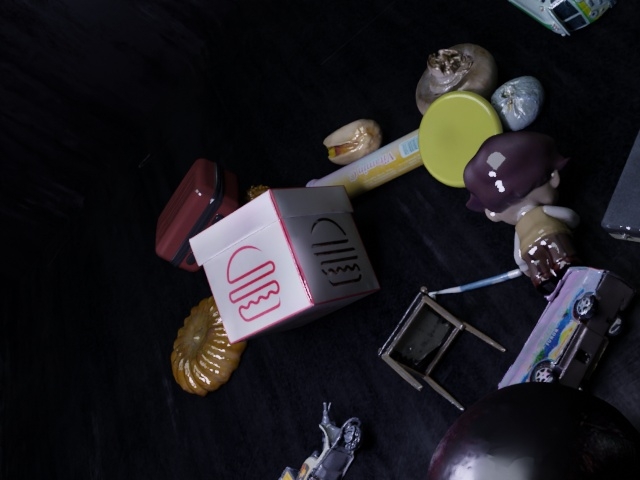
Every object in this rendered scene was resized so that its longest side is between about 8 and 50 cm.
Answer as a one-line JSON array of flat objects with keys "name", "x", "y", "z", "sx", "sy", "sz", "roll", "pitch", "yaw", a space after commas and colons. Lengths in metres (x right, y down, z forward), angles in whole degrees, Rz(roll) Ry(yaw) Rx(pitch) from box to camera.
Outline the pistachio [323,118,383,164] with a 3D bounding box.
[{"name": "pistachio", "x": 0.100, "y": -0.280, "z": 2.321, "sx": 0.145, "sy": 0.117, "sz": 0.200, "roll": -35, "pitch": 10, "yaw": -37}]

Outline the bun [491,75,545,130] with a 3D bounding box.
[{"name": "bun", "x": 0.467, "y": -0.334, "z": 1.936, "sx": 0.140, "sy": 0.083, "sz": 0.141, "roll": -27, "pitch": 47, "yaw": 33}]

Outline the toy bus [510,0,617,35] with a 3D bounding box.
[{"name": "toy bus", "x": 0.571, "y": -0.610, "z": 1.971, "sx": 0.165, "sy": 0.133, "sz": 0.276, "roll": -47, "pitch": 36, "yaw": 15}]

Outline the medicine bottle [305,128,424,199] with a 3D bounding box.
[{"name": "medicine bottle", "x": 0.148, "y": -0.190, "z": 2.202, "sx": 0.426, "sy": 0.108, "sz": 0.108, "roll": -23, "pitch": 48, "yaw": 37}]

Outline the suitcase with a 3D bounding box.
[{"name": "suitcase", "x": -0.368, "y": -0.075, "z": 2.427, "sx": 0.297, "sy": 0.161, "sz": 0.236, "roll": -51, "pitch": 26, "yaw": 25}]

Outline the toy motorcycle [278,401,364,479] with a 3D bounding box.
[{"name": "toy motorcycle", "x": 0.006, "y": 0.508, "z": 1.870, "sx": 0.263, "sy": 0.091, "sz": 0.157, "roll": -58, "pitch": 31, "yaw": 4}]

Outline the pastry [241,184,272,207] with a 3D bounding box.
[{"name": "pastry", "x": -0.214, "y": -0.032, "z": 2.472, "sx": 0.255, "sy": 0.162, "sz": 0.311, "roll": 19, "pitch": 79, "yaw": 56}]

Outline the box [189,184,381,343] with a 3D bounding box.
[{"name": "box", "x": -0.085, "y": 0.057, "z": 2.043, "sx": 0.312, "sy": 0.314, "sz": 0.300, "roll": -28, "pitch": 78, "yaw": 36}]

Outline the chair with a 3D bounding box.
[{"name": "chair", "x": 0.226, "y": 0.215, "z": 1.750, "sx": 0.188, "sy": 0.166, "sz": 0.272, "roll": -57, "pitch": 36, "yaw": 3}]

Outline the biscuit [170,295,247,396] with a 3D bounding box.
[{"name": "biscuit", "x": -0.340, "y": 0.301, "z": 2.435, "sx": 0.325, "sy": 0.107, "sz": 0.326, "roll": -30, "pitch": 42, "yaw": 31}]

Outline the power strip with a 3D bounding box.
[{"name": "power strip", "x": 0.642, "y": -0.112, "z": 1.576, "sx": 0.105, "sy": 0.070, "sz": 0.257, "roll": 12, "pitch": 73, "yaw": 56}]

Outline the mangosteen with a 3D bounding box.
[{"name": "mangosteen", "x": 0.331, "y": 0.414, "z": 1.322, "sx": 0.435, "sy": 0.382, "sz": 0.382, "roll": -12, "pitch": 55, "yaw": 61}]

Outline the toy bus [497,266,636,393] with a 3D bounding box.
[{"name": "toy bus", "x": 0.464, "y": 0.198, "z": 1.536, "sx": 0.317, "sy": 0.112, "sz": 0.138, "roll": -59, "pitch": 25, "yaw": -2}]

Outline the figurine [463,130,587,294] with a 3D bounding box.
[{"name": "figurine", "x": 0.458, "y": -0.075, "z": 1.720, "sx": 0.365, "sy": 0.206, "sz": 0.218, "roll": 63, "pitch": 142, "yaw": 23}]

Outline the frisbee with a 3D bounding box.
[{"name": "frisbee", "x": 0.337, "y": -0.247, "z": 1.973, "sx": 0.236, "sy": 0.017, "sz": 0.236, "roll": 8, "pitch": 103, "yaw": 37}]

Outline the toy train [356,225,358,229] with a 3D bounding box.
[{"name": "toy train", "x": 0.000, "y": 0.000, "z": 2.256, "sx": 0.204, "sy": 0.082, "sz": 0.131, "roll": 1, "pitch": 66, "yaw": 49}]

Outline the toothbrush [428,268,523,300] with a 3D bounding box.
[{"name": "toothbrush", "x": 0.336, "y": 0.107, "z": 1.825, "sx": 0.275, "sy": 0.019, "sz": 0.025, "roll": -20, "pitch": 56, "yaw": 42}]

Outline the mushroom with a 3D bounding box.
[{"name": "mushroom", "x": 0.340, "y": -0.403, "z": 2.058, "sx": 0.226, "sy": 0.178, "sz": 0.227, "roll": -21, "pitch": 53, "yaw": 31}]
